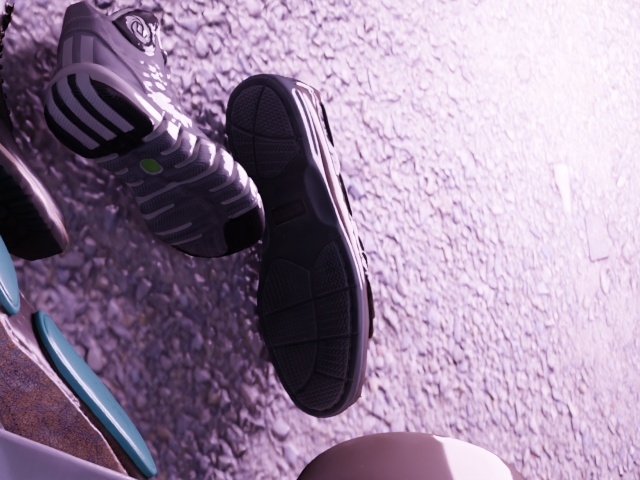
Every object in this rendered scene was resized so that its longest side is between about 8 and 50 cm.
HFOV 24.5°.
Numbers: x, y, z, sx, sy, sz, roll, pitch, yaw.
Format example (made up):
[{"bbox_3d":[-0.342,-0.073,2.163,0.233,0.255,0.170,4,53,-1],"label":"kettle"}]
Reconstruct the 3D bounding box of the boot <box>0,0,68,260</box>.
[{"bbox_3d":[-0.209,-0.097,0.937,0.198,0.077,0.137,54,42,-29],"label":"boot"}]

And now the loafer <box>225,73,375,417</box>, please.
[{"bbox_3d":[0.000,0.000,1.146,0.084,0.096,0.267,-10,88,-56],"label":"loafer"}]

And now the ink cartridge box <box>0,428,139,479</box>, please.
[{"bbox_3d":[-0.260,0.211,0.662,0.385,0.091,0.308,27,64,-28],"label":"ink cartridge box"}]

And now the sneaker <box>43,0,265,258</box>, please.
[{"bbox_3d":[-0.109,-0.090,1.045,0.228,0.086,0.132,49,27,-50],"label":"sneaker"}]

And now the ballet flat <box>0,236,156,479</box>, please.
[{"bbox_3d":[-0.212,0.057,0.875,0.106,0.107,0.316,-29,113,-2],"label":"ballet flat"}]

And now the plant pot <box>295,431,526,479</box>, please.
[{"bbox_3d":[0.054,0.297,1.018,0.323,0.323,0.280,48,33,-33],"label":"plant pot"}]
